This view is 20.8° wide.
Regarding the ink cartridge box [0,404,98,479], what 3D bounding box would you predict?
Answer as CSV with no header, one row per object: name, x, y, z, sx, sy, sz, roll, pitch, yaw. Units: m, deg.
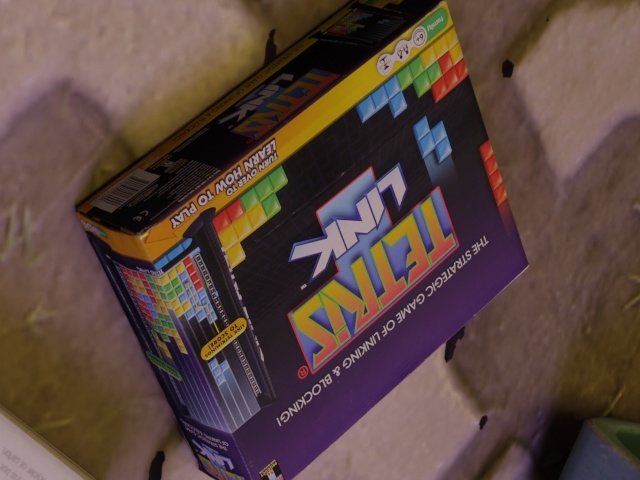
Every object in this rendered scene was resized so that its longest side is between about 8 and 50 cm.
ink cartridge box,-0.214,0.206,0.574,0.371,0.069,0.176,-56,132,-16

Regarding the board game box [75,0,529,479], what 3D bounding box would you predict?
board game box,0.000,0.000,0.713,0.170,0.048,0.141,-40,126,-26

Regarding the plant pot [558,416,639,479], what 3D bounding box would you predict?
plant pot,0.218,0.268,0.876,0.248,0.247,0.252,13,113,-44
